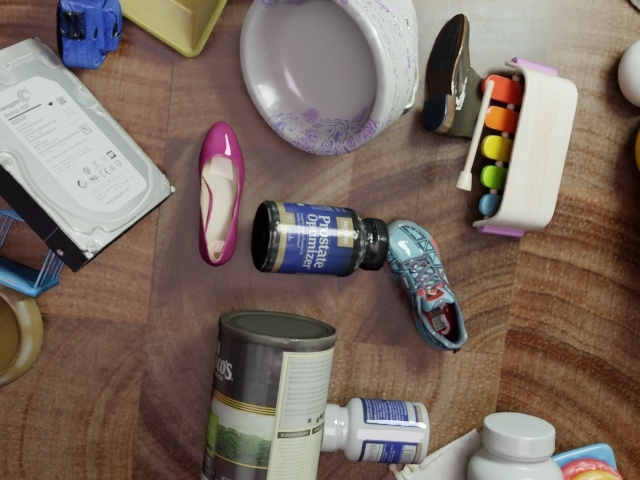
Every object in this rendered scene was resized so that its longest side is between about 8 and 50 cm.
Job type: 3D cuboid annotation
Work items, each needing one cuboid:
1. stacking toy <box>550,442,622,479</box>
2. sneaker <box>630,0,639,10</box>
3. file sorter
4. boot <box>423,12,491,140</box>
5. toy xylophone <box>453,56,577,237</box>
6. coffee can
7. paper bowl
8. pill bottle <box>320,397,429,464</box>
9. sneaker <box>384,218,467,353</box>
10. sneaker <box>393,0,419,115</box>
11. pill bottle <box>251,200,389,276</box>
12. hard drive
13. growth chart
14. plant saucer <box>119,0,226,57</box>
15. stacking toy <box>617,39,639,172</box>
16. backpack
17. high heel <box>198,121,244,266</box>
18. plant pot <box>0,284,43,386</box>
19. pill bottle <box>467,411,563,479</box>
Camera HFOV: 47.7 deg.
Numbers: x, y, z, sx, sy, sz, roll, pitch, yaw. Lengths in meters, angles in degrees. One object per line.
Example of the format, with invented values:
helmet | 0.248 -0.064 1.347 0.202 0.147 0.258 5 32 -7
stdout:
stacking toy | 0.517 0.503 1.275 0.166 0.302 0.175 -15 99 -5
sneaker | 0.581 -0.489 1.268 0.283 0.122 0.110 31 92 -9
file sorter | -0.478 0.013 1.168 0.118 0.170 0.104 24 89 -9
boot | 0.251 -0.284 1.289 0.106 0.082 0.219 15 86 -33
toy xylophone | 0.339 -0.166 1.268 0.236 0.081 0.322 16 93 -27
coffee can | -0.087 0.274 1.226 0.201 0.201 0.275 7 95 -8
paper bowl | 0.020 -0.292 1.164 0.148 0.284 0.284 -40 102 -43
pill bottle | 0.092 0.341 1.302 0.187 0.112 0.112 6 95 -7
sneaker | 0.195 0.078 1.279 0.104 0.125 0.262 -29 99 -4
sneaker | 0.137 -0.332 1.245 0.090 0.095 0.235 -5 95 -5
pill bottle | 0.000 0.000 1.240 0.219 0.123 0.123 4 96 -20
hard drive | -0.414 -0.144 1.133 0.339 0.237 0.064 49 129 -7
growth chart | 0.268 0.452 1.381 0.237 0.021 0.172 -25 99 -4
plant saucer | -0.260 -0.511 1.123 0.333 0.081 0.333 31 127 -10
stacking toy | 0.682 -0.149 1.263 0.350 0.350 0.480 -25 82 -4
backpack | -0.374 -0.337 1.168 0.101 0.098 0.120 10 126 -8
high heel | -0.173 -0.079 1.220 0.082 0.117 0.244 8 95 -8
plant pot | -0.592 0.151 1.217 0.236 0.032 0.236 0 105 -2
pill bottle | 0.344 0.474 1.298 0.169 0.169 0.301 2 96 -7
